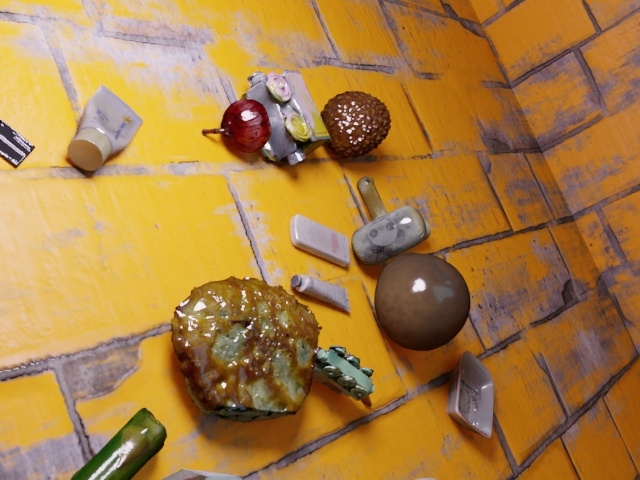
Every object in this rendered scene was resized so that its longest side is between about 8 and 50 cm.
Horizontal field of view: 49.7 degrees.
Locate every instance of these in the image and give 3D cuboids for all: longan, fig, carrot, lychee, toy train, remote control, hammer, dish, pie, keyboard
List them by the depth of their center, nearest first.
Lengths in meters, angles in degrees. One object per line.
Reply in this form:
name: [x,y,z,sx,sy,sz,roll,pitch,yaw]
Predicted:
keyboard: [-0.597,-0.212,1.210,0.198,0.010,0.063,43,42,-21]
pie: [-0.146,0.209,1.377,0.355,0.103,0.288,12,58,-39]
toy train: [0.036,0.294,1.525,0.176,0.118,0.074,41,47,-30]
carrot: [0.088,0.327,1.625,0.035,0.035,0.142,-21,90,-52]
fig: [-0.187,-0.278,1.631,0.150,0.128,0.128,25,49,-30]
remote control: [0.000,0.000,1.733,0.190,0.029,0.087,23,51,-38]
toy train: [-0.087,-0.312,1.749,0.177,0.134,0.260,-16,80,-52]
longan: [0.255,0.155,1.764,0.258,0.258,0.257,27,49,-36]
hammer: [0.158,-0.078,1.869,0.113,0.202,0.305,57,12,-44]
dish: [0.406,0.417,1.898,0.154,0.064,0.234,41,42,-23]
lychee: [0.081,-0.321,1.911,0.239,0.200,0.200,-14,74,-9]

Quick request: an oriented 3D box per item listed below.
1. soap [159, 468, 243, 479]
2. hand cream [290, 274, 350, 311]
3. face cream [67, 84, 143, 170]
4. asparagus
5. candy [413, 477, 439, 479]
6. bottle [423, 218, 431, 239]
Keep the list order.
soap: [-0.213,0.438,1.048,0.091,0.231,0.145,27,49,-36]
hand cream: [0.004,0.121,1.658,0.195,0.042,0.067,25,42,-44]
face cream: [-0.428,-0.229,1.380,0.114,0.070,0.224,42,32,-22]
asparagus: [-0.344,0.374,1.067,0.343,0.085,0.082,-44,125,-54]
candy: [0.219,0.648,1.445,0.296,0.185,0.295,10,76,-47]
bottle: [0.237,-0.024,1.984,0.202,0.072,0.072,-6,72,-51]
